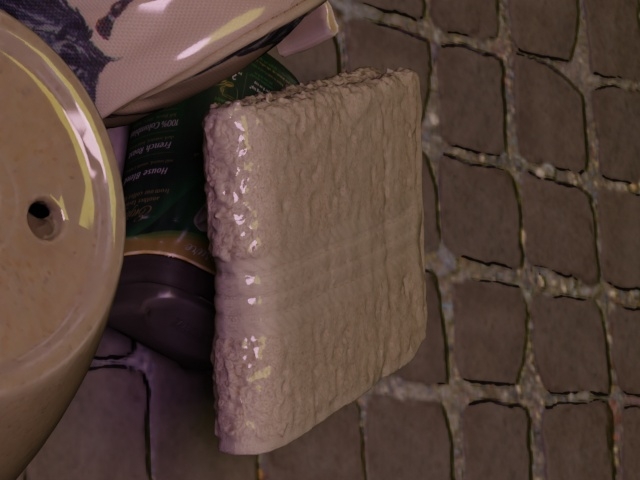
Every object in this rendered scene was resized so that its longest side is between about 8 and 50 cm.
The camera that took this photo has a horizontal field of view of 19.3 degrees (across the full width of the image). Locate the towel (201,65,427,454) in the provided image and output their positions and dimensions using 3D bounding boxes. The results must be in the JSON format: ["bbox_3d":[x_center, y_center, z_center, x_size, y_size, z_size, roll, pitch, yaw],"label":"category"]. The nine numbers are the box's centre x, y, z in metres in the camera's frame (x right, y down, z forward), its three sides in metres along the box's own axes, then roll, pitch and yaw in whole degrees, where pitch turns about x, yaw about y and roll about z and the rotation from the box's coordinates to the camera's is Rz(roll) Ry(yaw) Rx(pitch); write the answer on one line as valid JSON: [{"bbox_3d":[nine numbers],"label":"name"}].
[{"bbox_3d":[0.000,0.000,1.078,0.282,0.049,0.187,-22,110,-67],"label":"towel"}]

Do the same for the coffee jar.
[{"bbox_3d":[-0.072,-0.023,1.078,0.096,0.079,0.184,33,57,-41],"label":"coffee jar"}]

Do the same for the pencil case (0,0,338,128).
[{"bbox_3d":[-0.163,-0.235,0.950,0.183,0.160,0.410,-37,93,-32],"label":"pencil case"}]

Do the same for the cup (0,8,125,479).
[{"bbox_3d":[-0.220,0.005,0.826,0.331,0.237,0.331,13,71,-40],"label":"cup"}]
